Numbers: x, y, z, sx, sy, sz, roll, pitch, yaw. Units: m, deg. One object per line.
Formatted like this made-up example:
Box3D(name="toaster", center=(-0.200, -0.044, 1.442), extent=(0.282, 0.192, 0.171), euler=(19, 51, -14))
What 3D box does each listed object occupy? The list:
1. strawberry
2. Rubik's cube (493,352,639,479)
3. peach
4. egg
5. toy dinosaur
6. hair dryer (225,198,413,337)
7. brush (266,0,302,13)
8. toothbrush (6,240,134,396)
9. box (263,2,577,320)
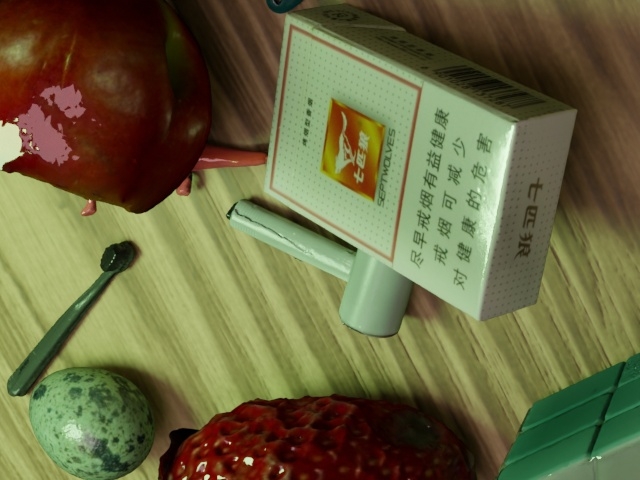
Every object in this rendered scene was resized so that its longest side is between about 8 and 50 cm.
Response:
Box3D(name="strawberry", center=(-0.011, 0.308, 1.779), extent=(0.310, 0.292, 0.291), euler=(-18, 103, 35))
Box3D(name="Rubik's cube", center=(0.335, 0.262, 1.635), extent=(0.231, 0.224, 0.221), euler=(-30, 98, 29))
Box3D(name="peach", center=(-0.290, -0.142, 1.689), extent=(0.338, 0.281, 0.281), euler=(-15, 104, 19))
Box3D(name="egg", center=(-0.280, 0.219, 1.938), extent=(0.172, 0.132, 0.132), euler=(24, 119, 26))
Box3D(name="toy dinosaur", center=(-0.184, -0.117, 1.811), extent=(0.286, 0.070, 0.139), euler=(-15, 82, 26))
Box3D(name="hair dryer", center=(0.000, 0.000, 1.775), extent=(0.236, 0.073, 0.131), euler=(26, 118, 22))
Box3D(name="brush", center=(0.004, -0.300, 1.656), extent=(0.043, 0.032, 0.193), euler=(48, 120, -1))
Box3D(name="toothbrush", center=(-0.313, 0.101, 1.964), extent=(0.297, 0.031, 0.030), euler=(-49, 62, 32))
Box3D(name="box", center=(0.088, -0.087, 1.598), extent=(0.330, 0.095, 0.210), euler=(30, 123, 39))
